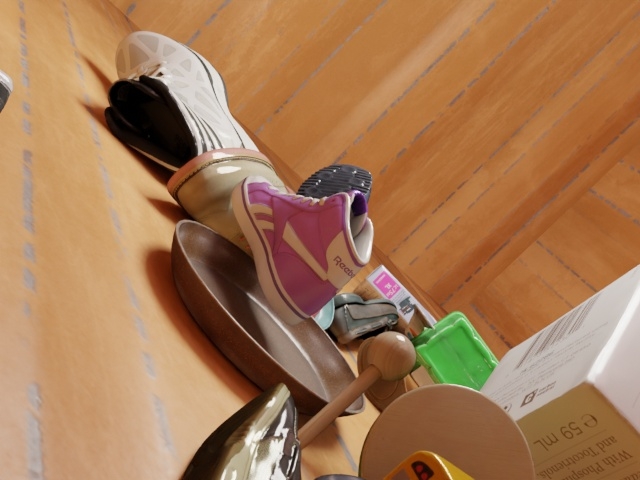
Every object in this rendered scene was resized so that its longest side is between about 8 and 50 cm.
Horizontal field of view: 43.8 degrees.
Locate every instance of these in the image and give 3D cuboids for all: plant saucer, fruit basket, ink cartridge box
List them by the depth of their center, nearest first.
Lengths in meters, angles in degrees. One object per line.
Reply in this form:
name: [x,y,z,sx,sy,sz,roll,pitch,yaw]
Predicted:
plant saucer: [-0.070,0.101,0.948,0.310,0.050,0.310,45,6,-6]
plant saucer: [-0.019,0.088,1.272,0.119,0.021,0.119,39,41,-43]
fruit basket: [0.260,0.288,1.549,0.327,0.165,0.353,55,-13,13]
ink cartridge box: [0.212,0.198,1.819,0.311,0.065,0.186,48,-13,4]

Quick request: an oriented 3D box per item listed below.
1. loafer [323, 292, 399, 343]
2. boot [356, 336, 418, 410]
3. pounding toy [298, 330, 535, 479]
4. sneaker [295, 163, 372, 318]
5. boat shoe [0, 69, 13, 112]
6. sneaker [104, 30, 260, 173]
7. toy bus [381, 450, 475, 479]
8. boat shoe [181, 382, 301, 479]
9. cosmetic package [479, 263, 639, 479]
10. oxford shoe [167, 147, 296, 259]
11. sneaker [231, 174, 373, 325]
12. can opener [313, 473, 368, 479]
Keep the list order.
loafer: [0.075,0.154,1.430,0.267,0.096,0.084,19,47,-61]
boot: [0.136,0.247,1.247,0.197,0.073,0.152,62,14,24]
pounding toy: [0.101,0.232,0.845,0.237,0.183,0.110,43,-19,5]
sneaker: [0.000,0.000,1.242,0.112,0.131,0.319,13,40,16]
boat shoe: [-0.369,-0.173,0.784,0.142,0.049,0.040,32,52,-44]
sneaker: [-0.274,-0.260,1.354,0.447,0.169,0.257,52,7,30]
toy bus: [0.155,0.311,0.700,0.332,0.130,0.108,40,8,-37]
boat shoe: [-0.050,0.170,0.558,0.073,0.080,0.223,51,12,-2]
cosmetic package: [0.424,0.303,1.045,0.394,0.329,0.327,46,44,5]
oxford shoe: [-0.092,-0.030,1.251,0.147,0.140,0.397,58,14,23]
sneaker: [-0.015,-0.025,1.035,0.102,0.161,0.282,42,13,-40]
can opener: [0.085,0.246,0.734,0.186,0.059,0.073,12,34,-18]
